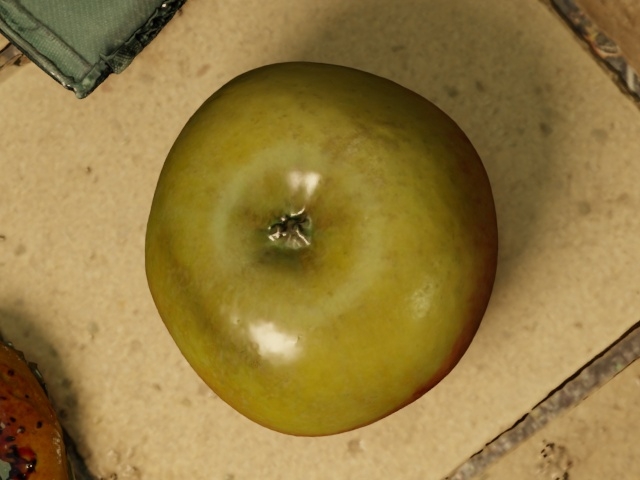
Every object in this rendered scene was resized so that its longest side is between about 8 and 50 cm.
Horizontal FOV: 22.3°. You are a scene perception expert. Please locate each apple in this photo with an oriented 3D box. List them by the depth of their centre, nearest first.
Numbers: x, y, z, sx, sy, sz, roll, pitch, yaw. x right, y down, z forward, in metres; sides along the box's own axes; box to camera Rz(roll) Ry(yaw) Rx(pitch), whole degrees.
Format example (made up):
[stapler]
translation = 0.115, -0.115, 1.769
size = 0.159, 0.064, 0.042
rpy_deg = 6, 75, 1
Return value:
[apple]
translation = 0.000, 0.000, 1.099
size = 0.261, 0.194, 0.260
rpy_deg = -2, 77, 8

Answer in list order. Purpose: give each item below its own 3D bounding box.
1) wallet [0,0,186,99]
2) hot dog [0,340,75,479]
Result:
[wallet]
translation = -0.150, -0.299, 1.254
size = 0.237, 0.075, 0.342
rpy_deg = 40, 82, 8
[hot dog]
translation = -0.248, 0.196, 1.142
size = 0.163, 0.082, 0.270
rpy_deg = -20, 76, 3
